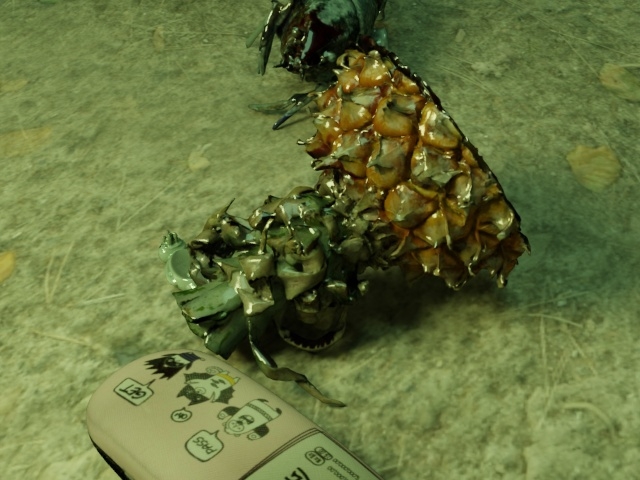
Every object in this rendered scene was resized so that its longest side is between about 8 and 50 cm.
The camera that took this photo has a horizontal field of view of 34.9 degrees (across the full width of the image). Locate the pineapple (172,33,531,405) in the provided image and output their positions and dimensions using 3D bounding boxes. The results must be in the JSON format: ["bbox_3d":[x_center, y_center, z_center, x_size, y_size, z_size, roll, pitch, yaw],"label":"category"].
[{"bbox_3d":[0.000,0.000,0.898,0.271,0.262,0.262,-36,42,-5],"label":"pineapple"}]

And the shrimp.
[{"bbox_3d":[0.010,-0.272,1.294,0.221,0.166,0.410,30,46,0],"label":"shrimp"}]

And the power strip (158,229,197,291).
[{"bbox_3d":[-0.130,0.019,0.994,0.055,0.035,0.083,-25,43,-27],"label":"power strip"}]

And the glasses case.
[{"bbox_3d":[-0.051,0.173,0.736,0.122,0.075,0.314,-32,45,-30],"label":"glasses case"}]
